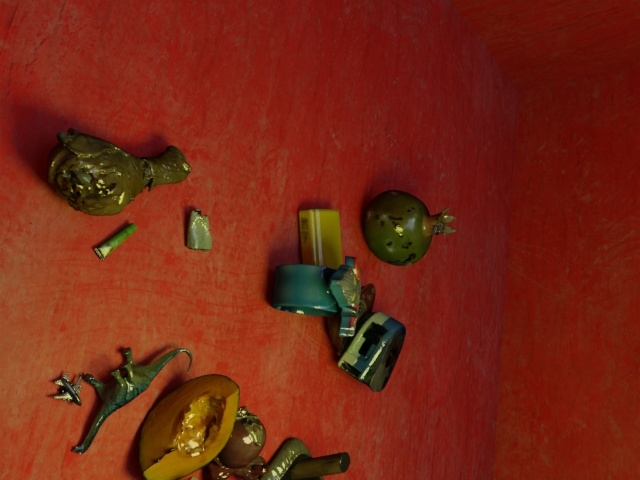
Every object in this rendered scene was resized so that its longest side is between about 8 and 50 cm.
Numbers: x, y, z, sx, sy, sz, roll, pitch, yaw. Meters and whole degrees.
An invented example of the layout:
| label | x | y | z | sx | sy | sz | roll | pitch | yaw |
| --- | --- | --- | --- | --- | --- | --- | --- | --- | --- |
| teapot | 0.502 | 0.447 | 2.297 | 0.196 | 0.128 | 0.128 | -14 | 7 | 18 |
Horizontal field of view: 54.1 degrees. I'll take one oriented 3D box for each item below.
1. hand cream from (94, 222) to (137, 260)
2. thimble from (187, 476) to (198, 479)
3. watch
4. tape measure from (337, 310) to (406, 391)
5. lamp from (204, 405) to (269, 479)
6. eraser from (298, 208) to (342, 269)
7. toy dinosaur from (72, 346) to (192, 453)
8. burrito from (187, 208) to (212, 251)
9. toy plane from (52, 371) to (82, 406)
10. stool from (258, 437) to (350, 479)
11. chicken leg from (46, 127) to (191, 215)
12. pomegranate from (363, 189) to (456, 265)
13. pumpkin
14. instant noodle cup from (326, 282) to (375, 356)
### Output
| label | x | y | z | sx | sy | sz | roll | pitch | yaw |
| --- | --- | --- | --- | --- | --- | --- | --- | --- | --- |
| hand cream | -0.500 | 0.000 | 1.534 | 0.122 | 0.023 | 0.036 | -48 | 125 | -38 |
| thimble | -0.261 | 0.715 | 1.562 | 0.288 | 0.254 | 0.167 | 38 | 63 | -27 |
| watch | -0.016 | 0.156 | 1.886 | 0.305 | 0.275 | 0.241 | 65 | 32 | -73 |
| tape measure | 0.185 | 0.378 | 2.172 | 0.262 | 0.138 | 0.259 | -64 | 160 | -9 |
| lamp | -0.223 | 0.559 | 1.729 | 0.215 | 0.151 | 0.223 | 16 | 114 | -35 |
| eraser | 0.000 | 0.000 | 2.107 | 0.158 | 0.069 | 0.226 | -1 | 87 | -50 |
| toy dinosaur | -0.464 | 0.341 | 1.505 | 0.363 | 0.076 | 0.147 | -41 | 127 | -39 |
| burrito | -0.334 | -0.027 | 1.721 | 0.074 | 0.044 | 0.118 | -2 | 90 | -48 |
| toy plane | -0.563 | 0.340 | 1.412 | 0.078 | 0.031 | 0.083 | -42 | 118 | -44 |
| stool | -0.028 | 0.795 | 1.868 | 0.310 | 0.226 | 0.310 | -49 | 123 | -43 |
| chicken leg | -0.465 | -0.170 | 1.507 | 0.429 | 0.153 | 0.201 | -19 | 93 | -58 |
| pomegranate | 0.317 | -0.032 | 2.309 | 0.291 | 0.323 | 0.290 | -35 | 136 | -42 |
| pumpkin | -0.328 | 0.473 | 1.608 | 0.312 | 0.148 | 0.169 | -39 | 141 | -10 |
| instant noodle cup | 0.091 | 0.255 | 2.139 | 0.274 | 0.091 | 0.274 | -48 | 150 | -40 |
